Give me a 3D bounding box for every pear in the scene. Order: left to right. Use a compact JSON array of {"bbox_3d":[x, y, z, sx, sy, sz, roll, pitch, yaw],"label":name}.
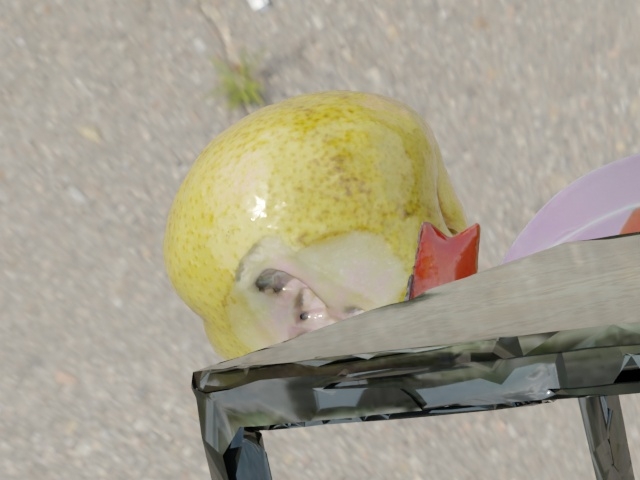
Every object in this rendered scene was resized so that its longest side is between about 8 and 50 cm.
[{"bbox_3d":[0.000,0.000,1.699,0.271,0.271,0.271,-4,72,12],"label":"pear"}]

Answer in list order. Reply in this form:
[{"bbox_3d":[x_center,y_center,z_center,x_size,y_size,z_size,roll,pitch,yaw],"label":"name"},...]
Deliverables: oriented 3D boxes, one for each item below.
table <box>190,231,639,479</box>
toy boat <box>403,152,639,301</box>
[{"bbox_3d":[0.178,0.132,0.586,0.335,0.222,0.272,-9,95,42],"label":"table"},{"bbox_3d":[0.204,0.007,1.022,0.318,0.072,0.219,22,81,-13],"label":"toy boat"}]
